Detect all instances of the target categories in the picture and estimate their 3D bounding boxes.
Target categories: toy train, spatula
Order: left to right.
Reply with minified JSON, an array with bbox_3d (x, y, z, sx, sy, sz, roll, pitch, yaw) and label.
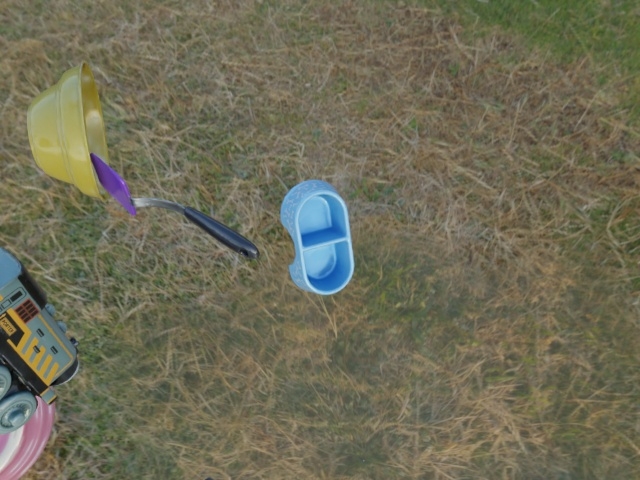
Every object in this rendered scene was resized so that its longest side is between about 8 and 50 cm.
[{"bbox_3d":[-0.500,0.163,0.907,0.142,0.334,0.190,29,58,28],"label":"toy train"},{"bbox_3d":[-0.207,-0.043,0.795,0.296,0.084,0.030,23,55,16],"label":"spatula"}]

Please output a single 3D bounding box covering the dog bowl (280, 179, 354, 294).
[{"bbox_3d":[0.000,0.000,1.436,0.166,0.074,0.297,-14,108,-18],"label":"dog bowl"}]

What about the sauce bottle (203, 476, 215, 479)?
[{"bbox_3d":[-0.127,0.631,1.216,0.344,0.111,0.111,31,74,22],"label":"sauce bottle"}]

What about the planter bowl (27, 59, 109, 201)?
[{"bbox_3d":[-0.389,-0.162,0.885,0.090,0.217,0.217,-6,68,-12],"label":"planter bowl"}]

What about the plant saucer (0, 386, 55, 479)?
[{"bbox_3d":[-0.680,0.334,1.079,0.332,0.084,0.332,0,91,-15],"label":"plant saucer"}]
